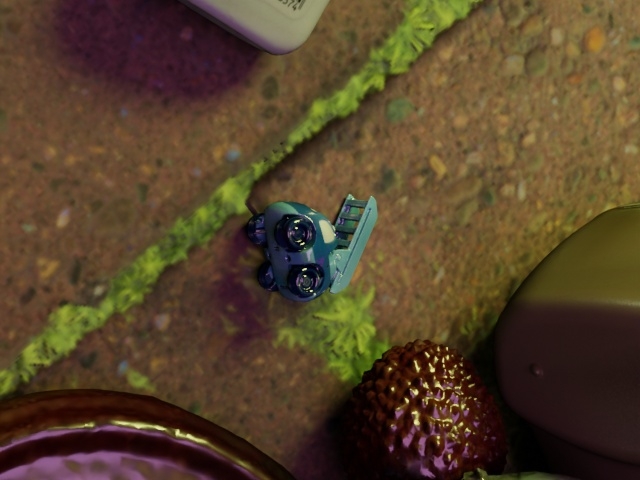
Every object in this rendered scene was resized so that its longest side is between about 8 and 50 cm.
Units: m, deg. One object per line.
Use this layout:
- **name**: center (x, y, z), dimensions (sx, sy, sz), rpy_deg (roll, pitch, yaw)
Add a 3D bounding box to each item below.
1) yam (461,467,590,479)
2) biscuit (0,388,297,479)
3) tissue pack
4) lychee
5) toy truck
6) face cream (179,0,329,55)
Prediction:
- **yam**: center (0.124, 0.318, 0.941), dimensions (0.195, 0.195, 0.300), rpy_deg (-13, 130, -20)
- **biscuit**: center (-0.155, 0.300, 0.907), dimensions (0.408, 0.091, 0.407), rpy_deg (1, 87, -24)
- **tissue pack**: center (0.311, 0.153, 0.998), dimensions (0.277, 0.267, 0.387), rpy_deg (-29, 106, -35)
- **lychee**: center (0.074, 0.136, 0.986), dimensions (0.123, 0.123, 0.129), rpy_deg (11, 93, -22)
- **toy truck**: center (0.000, 0.000, 0.983), dimensions (0.090, 0.056, 0.073), rpy_deg (-22, 107, -32)
- **face cream**: center (-0.003, -0.273, 0.913), dimensions (0.144, 0.071, 0.291), rpy_deg (27, 94, -34)
